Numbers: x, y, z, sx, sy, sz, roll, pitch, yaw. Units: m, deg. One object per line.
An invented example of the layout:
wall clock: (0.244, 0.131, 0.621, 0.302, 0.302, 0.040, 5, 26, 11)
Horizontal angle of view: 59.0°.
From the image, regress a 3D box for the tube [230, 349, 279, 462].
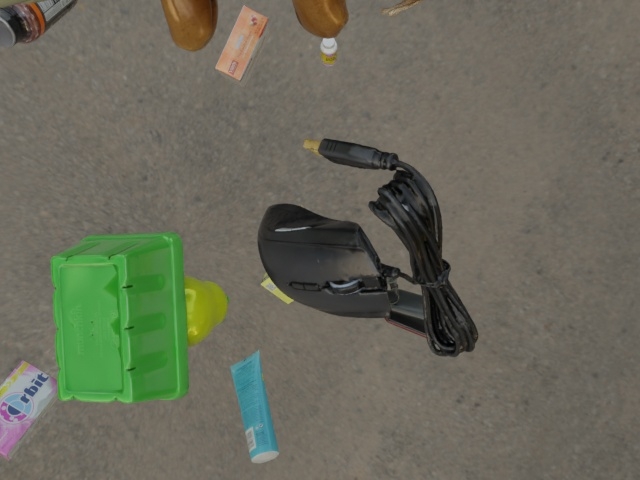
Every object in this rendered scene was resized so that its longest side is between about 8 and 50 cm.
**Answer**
tube: (-0.129, 0.319, 1.094, 0.080, 0.052, 0.207, -31, 53, 16)

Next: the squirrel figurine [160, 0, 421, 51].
squirrel figurine: (0.009, -0.435, 0.642, 0.371, 0.397, 0.281, 9, 44, 18)

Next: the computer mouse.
computer mouse: (0.000, 0.000, 0.470, 0.060, 0.262, 0.184, -37, 125, -25)

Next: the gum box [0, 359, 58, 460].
gum box: (-0.670, 0.374, 1.238, 0.107, 0.062, 0.188, 31, 53, -1)

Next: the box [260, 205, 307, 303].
box: (-0.058, 0.028, 1.311, 0.087, 0.058, 0.232, 37, 45, -19)

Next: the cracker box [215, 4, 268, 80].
cracker box: (-0.187, -0.466, 1.389, 0.067, 0.232, 0.155, 26, 98, -8)

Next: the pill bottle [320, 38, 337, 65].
pill bottle: (0.021, -0.481, 1.431, 0.043, 0.083, 0.043, 0, 77, 2)

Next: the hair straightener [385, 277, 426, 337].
hair straightener: (0.084, 0.062, 0.764, 0.230, 0.089, 0.047, 25, 48, 14)

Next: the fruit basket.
fruit basket: (-0.384, 0.163, 1.254, 0.283, 0.392, 0.391, -2, 89, 13)

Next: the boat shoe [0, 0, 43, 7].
boat shoe: (-0.415, -0.348, 0.778, 0.049, 0.133, 0.042, -10, 116, 17)

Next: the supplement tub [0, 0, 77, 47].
supplement tub: (-0.559, -0.449, 1.081, 0.106, 0.106, 0.197, 31, 50, -12)
